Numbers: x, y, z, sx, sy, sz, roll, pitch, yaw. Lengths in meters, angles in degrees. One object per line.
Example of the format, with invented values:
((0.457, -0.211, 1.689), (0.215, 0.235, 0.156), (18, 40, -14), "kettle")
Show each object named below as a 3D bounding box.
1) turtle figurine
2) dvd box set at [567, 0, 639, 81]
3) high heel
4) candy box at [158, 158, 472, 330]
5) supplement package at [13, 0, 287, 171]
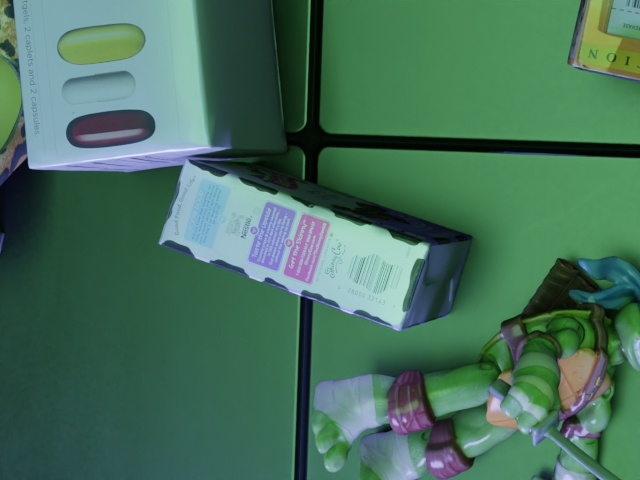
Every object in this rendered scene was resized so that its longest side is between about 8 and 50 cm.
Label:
((0.143, 0.160, 1.437), (0.266, 0.198, 0.274), (-16, 85, 19), "turtle figurine")
((0.364, -0.294, 1.350), (0.308, 0.062, 0.420), (11, 98, 1), "dvd box set")
((-0.290, -0.094, 1.549), (0.093, 0.186, 0.261), (9, 95, 15), "high heel")
((0.000, 0.000, 1.484), (0.196, 0.165, 0.070), (19, 97, 14), "candy box")
((-0.130, -0.189, 1.492), (0.145, 0.204, 0.262), (-6, 90, 15), "supplement package")
